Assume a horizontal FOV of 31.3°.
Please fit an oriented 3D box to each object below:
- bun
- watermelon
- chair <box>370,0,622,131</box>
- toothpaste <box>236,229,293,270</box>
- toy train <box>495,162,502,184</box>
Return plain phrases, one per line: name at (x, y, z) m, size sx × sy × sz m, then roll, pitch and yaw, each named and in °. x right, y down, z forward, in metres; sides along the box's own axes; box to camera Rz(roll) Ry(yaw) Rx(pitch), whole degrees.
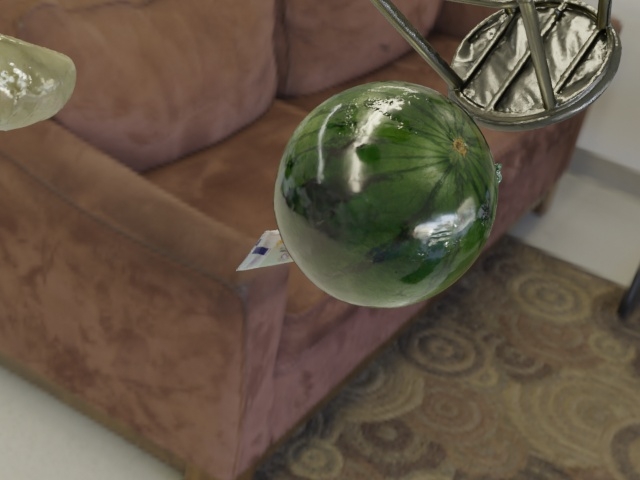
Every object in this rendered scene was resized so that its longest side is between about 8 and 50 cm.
bun at (-0.414, -0.201, 1.449) m, size 0.193 × 0.128 × 0.178 m, roll 10°, pitch 7°, yaw -39°
watermelon at (0.067, -0.048, 1.199) m, size 0.242 × 0.242 × 0.242 m, roll 8°, pitch 32°, yaw -5°
chair at (0.298, -0.420, 1.846) m, size 0.362 × 0.410 × 0.364 m, roll 18°, pitch 63°, yaw 37°
toothpaste at (0.000, 0.000, 1.655) m, size 0.056 × 0.058 × 0.314 m, roll 4°, pitch 8°, yaw 36°
toy train at (0.222, -0.083, 1.808) m, size 0.071 × 0.148 × 0.038 m, roll 45°, pitch 17°, yaw -18°
